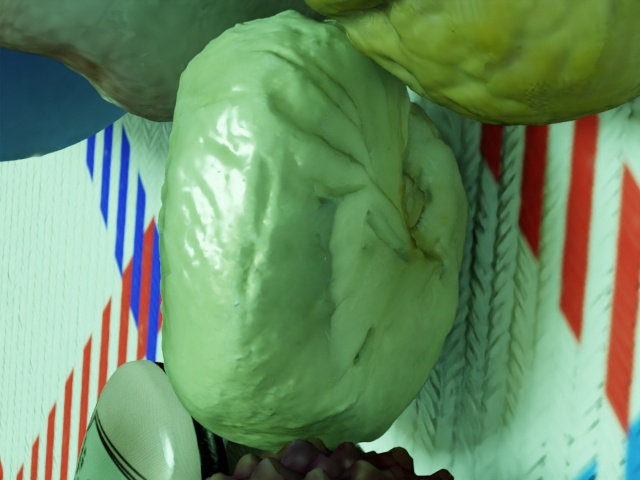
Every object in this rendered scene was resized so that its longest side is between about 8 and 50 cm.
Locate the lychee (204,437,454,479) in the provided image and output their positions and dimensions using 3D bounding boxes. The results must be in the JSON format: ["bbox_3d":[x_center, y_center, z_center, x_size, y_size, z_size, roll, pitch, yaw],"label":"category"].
[{"bbox_3d":[-0.001,0.191,0.505,0.271,0.271,0.271,-4,86,58],"label":"lychee"}]

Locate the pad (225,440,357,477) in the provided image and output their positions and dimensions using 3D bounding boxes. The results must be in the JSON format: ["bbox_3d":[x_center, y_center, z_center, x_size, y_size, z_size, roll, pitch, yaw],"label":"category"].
[{"bbox_3d":[0.006,0.185,0.704,0.266,0.002,0.176,44,126,50],"label":"pad"}]

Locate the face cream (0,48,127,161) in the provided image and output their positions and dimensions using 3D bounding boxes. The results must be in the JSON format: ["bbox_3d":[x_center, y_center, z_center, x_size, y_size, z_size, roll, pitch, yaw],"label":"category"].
[{"bbox_3d":[-0.219,-0.193,0.853,0.225,0.249,0.249,35,118,55],"label":"face cream"}]

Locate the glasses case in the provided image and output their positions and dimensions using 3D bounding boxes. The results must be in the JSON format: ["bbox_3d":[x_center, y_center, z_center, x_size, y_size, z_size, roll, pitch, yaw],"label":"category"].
[{"bbox_3d":[-0.107,0.217,0.811,0.122,0.075,0.314,41,126,52],"label":"glasses case"}]

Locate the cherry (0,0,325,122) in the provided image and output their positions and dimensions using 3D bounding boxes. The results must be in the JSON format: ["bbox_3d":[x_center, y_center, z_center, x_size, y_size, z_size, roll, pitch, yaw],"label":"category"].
[{"bbox_3d":[-0.086,-0.182,0.659,0.206,0.239,0.239,-109,29,-71],"label":"cherry"}]

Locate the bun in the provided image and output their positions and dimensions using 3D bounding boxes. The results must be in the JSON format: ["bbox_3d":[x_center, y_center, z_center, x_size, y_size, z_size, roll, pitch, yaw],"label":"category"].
[{"bbox_3d":[0.000,0.000,0.587,0.111,0.164,0.188,7,104,23],"label":"bun"}]

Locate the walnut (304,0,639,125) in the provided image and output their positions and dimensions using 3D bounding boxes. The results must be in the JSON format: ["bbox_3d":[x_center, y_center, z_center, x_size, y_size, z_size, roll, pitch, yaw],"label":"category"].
[{"bbox_3d":[0.061,-0.115,0.494,0.166,0.149,0.166,56,160,32],"label":"walnut"}]
